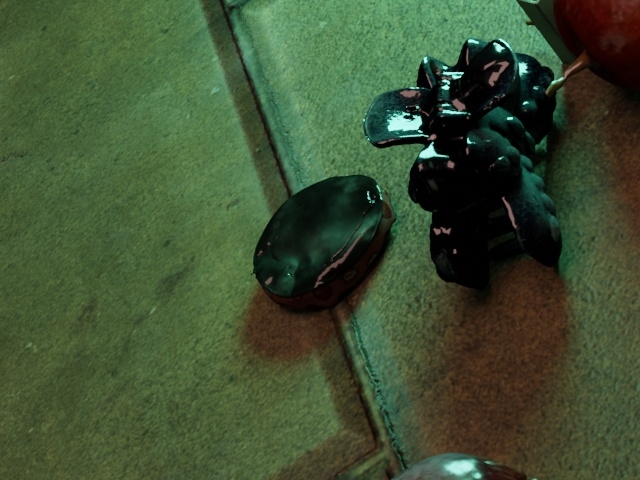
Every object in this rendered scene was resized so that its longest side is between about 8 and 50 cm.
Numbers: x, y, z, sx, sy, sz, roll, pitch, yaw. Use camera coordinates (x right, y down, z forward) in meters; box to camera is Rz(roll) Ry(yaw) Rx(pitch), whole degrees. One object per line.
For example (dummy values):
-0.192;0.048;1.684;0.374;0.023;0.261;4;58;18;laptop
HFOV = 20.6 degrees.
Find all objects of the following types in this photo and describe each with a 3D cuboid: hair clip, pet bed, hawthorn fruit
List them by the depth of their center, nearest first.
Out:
0.351;-0.257;1.982;0.272;0.242;0.242;-51;37;-5;hawthorn fruit
0.175;-0.105;2.000;0.194;0.206;0.310;-20;41;23;hair clip
0.000;0.000;2.192;0.201;0.053;0.201;-24;40;22;pet bed

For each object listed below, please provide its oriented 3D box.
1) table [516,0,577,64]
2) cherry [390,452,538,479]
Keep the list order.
0.330;-0.349;2.167;0.240;0.121;0.111;-51;38;-10;table
0.107;0.310;1.693;0.249;0.175;0.192;-32;50;19;cherry
